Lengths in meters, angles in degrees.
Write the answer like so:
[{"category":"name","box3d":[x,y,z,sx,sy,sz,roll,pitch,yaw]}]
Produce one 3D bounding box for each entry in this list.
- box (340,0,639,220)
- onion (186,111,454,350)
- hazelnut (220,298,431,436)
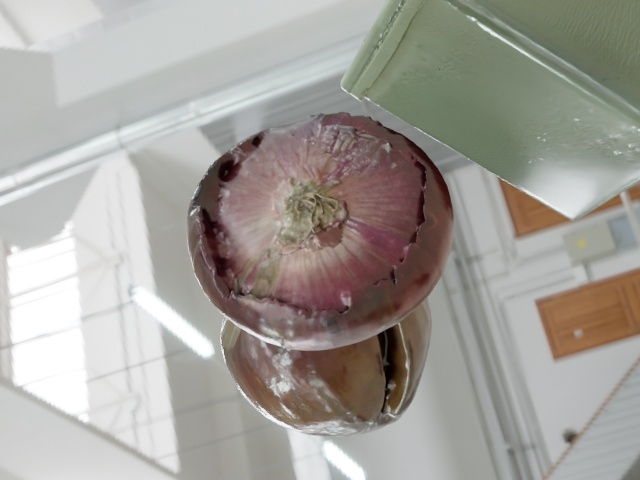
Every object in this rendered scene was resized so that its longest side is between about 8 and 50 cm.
[{"category":"box","box3d":[0.236,-0.205,1.274,0.343,0.177,0.352,31,163,-3]},{"category":"onion","box3d":[-0.001,-0.008,1.044,0.161,0.248,0.248,44,-150,-75]},{"category":"hazelnut","box3d":[0.026,0.144,1.859,0.409,0.359,0.359,-94,-18,-65]}]
